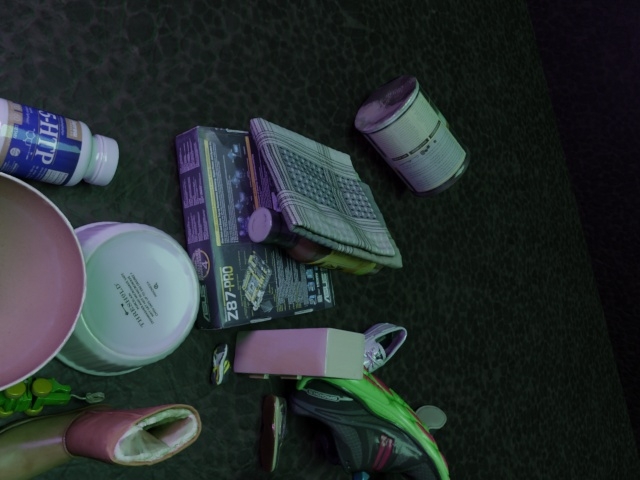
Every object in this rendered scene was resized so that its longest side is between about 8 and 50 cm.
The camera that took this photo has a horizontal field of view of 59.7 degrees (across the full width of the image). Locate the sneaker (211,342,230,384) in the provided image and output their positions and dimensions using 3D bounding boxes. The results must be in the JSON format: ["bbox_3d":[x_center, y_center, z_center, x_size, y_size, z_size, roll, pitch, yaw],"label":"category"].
[{"bbox_3d":[-0.195,0.246,1.112,0.035,0.031,0.083,29,66,-52],"label":"sneaker"}]

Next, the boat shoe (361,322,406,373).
[{"bbox_3d":[0.119,0.275,1.372,0.258,0.084,0.095,-36,107,-42],"label":"boat shoe"}]

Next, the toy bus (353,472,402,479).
[{"bbox_3d":[0.147,0.645,1.284,0.191,0.104,0.202,31,50,-34],"label":"toy bus"}]

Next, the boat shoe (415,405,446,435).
[{"bbox_3d":[0.268,0.509,1.505,0.206,0.075,0.065,-12,133,-50],"label":"boat shoe"}]

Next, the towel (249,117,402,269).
[{"bbox_3d":[0.021,-0.099,1.147,0.324,0.056,0.312,20,36,-42],"label":"towel"}]

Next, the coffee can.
[{"bbox_3d":[0.254,-0.282,1.533,0.275,0.201,0.201,44,55,-30],"label":"coffee can"}]

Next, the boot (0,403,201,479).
[{"bbox_3d":[-0.339,0.286,0.789,0.236,0.269,0.089,-18,93,-45],"label":"boot"}]

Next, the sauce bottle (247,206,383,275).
[{"bbox_3d":[0.000,0.000,1.162,0.344,0.111,0.111,16,71,-44],"label":"sauce bottle"}]

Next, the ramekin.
[{"bbox_3d":[-0.328,0.092,0.940,0.273,0.127,0.273,11,74,-43],"label":"ramekin"}]

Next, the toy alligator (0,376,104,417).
[{"bbox_3d":[-0.434,0.233,0.866,0.189,0.056,0.051,9,35,-44],"label":"toy alligator"}]

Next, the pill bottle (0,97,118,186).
[{"bbox_3d":[-0.432,-0.148,0.897,0.186,0.112,0.112,11,74,-43],"label":"pill bottle"}]

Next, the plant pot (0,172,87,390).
[{"bbox_3d":[-0.490,0.062,0.742,0.284,0.191,0.284,12,73,-42],"label":"plant pot"}]

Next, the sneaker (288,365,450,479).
[{"bbox_3d":[0.114,0.442,1.271,0.202,0.185,0.483,-44,105,3],"label":"sneaker"}]

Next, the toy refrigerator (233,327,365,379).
[{"bbox_3d":[-0.048,0.226,1.087,0.102,0.269,0.094,18,70,-42],"label":"toy refrigerator"}]

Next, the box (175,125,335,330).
[{"bbox_3d":[-0.128,-0.028,1.184,0.318,0.097,0.395,-5,86,-47],"label":"box"}]

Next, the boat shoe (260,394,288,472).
[{"bbox_3d":[-0.091,0.401,1.161,0.049,0.056,0.152,14,72,-37],"label":"boat shoe"}]
